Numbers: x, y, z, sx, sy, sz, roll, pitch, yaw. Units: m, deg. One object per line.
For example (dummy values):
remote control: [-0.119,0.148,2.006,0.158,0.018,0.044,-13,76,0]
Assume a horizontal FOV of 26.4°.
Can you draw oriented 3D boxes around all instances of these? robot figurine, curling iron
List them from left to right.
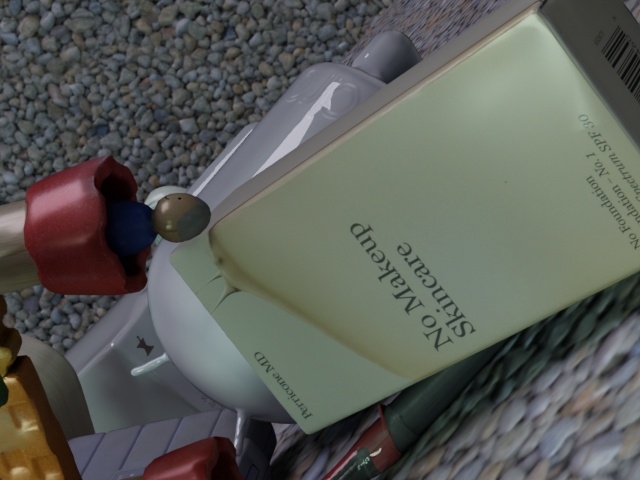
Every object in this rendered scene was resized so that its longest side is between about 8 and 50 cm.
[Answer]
robot figurine: [0.000,0.000,1.095,0.300,0.200,0.353,28,75,44]
curling iron: [0.043,0.126,0.918,0.274,0.035,0.068,-47,10,14]

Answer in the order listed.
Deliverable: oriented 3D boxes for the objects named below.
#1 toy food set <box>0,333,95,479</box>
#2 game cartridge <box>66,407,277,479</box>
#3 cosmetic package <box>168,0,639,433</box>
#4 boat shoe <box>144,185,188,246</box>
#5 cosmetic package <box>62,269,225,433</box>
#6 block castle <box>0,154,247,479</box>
toy food set: [-0.289,0.270,1.255,0.092,0.306,0.220,7,39,21]
game cartridge: [-0.168,0.254,1.020,0.230,0.068,0.355,-9,24,16]
cosmetic package: [0.072,-0.019,0.837,0.309,0.160,0.113,-33,9,36]
boat shoe: [-0.082,0.048,1.237,0.079,0.227,0.081,-23,31,35]
cosmetic package: [-0.224,0.180,1.555,0.385,0.156,0.217,-39,15,42]
block castle: [-0.143,0.178,0.707,0.212,0.303,0.453,-13,25,10]
